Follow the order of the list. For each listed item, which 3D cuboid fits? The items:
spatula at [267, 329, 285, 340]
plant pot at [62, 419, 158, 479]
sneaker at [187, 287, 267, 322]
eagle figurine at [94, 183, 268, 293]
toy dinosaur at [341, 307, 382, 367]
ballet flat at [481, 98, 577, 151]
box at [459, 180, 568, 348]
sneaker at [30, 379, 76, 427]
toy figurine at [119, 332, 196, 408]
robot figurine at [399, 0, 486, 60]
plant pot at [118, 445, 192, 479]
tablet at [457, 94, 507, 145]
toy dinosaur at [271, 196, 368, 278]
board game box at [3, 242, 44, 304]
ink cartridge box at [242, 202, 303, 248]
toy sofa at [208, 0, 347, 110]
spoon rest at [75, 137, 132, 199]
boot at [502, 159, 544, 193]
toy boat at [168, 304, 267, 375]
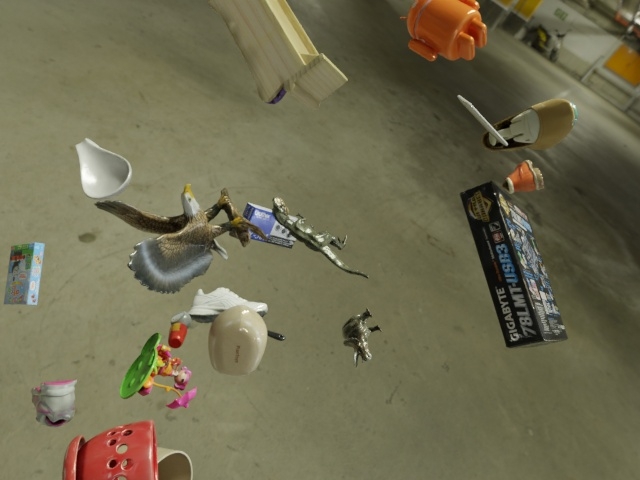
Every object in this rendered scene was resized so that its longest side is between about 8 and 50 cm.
[{"bbox_3d":[-0.232,0.351,1.916,0.084,0.030,0.296,-26,26,-36],"label":"spatula"},{"bbox_3d":[-0.430,0.487,0.999,0.174,0.191,0.191,-5,46,-19],"label":"plant pot"},{"bbox_3d":[-0.340,0.233,1.766,0.297,0.111,0.129,1,62,4],"label":"sneaker"},{"bbox_3d":[-0.310,-0.023,1.062,0.298,0.226,0.225,-25,105,-31],"label":"eagle figurine"},{"bbox_3d":[0.137,0.337,1.849,0.121,0.160,0.313,57,-1,-18],"label":"toy dinosaur"},{"bbox_3d":[0.358,-0.192,0.856,0.073,0.080,0.232,-9,1,-4],"label":"ballet flat"},{"bbox_3d":[0.388,0.059,0.944,0.295,0.073,0.293,15,57,-55],"label":"box"},{"bbox_3d":[-0.718,0.444,1.288,0.103,0.252,0.111,3,69,-31],"label":"sneaker"},{"bbox_3d":[-0.374,0.338,1.179,0.159,0.130,0.173,41,39,-28],"label":"toy figurine"},{"bbox_3d":[0.305,-0.534,1.194,0.128,0.158,0.219,-18,52,-45],"label":"robot figurine"},{"bbox_3d":[-0.563,0.706,1.390,0.274,0.256,0.256,7,24,23],"label":"plant pot"},{"bbox_3d":[0.219,-0.162,0.650,0.083,0.006,0.054,38,21,-19],"label":"tablet"},{"bbox_3d":[0.000,0.000,1.068,0.268,0.064,0.118,36,15,7],"label":"toy dinosaur"},{"bbox_3d":[-1.037,0.119,1.681,0.039,0.160,0.211,15,73,-57],"label":"board game box"},{"bbox_3d":[-0.152,-0.042,1.468,0.207,0.097,0.046,15,12,-47],"label":"ink cartridge box"},{"bbox_3d":[-0.107,-0.490,1.169,0.362,0.177,0.150,61,19,15],"label":"toy sofa"},{"bbox_3d":[-0.602,-0.202,1.303,0.276,0.137,0.084,41,-13,37],"label":"spoon rest"},{"bbox_3d":[0.490,-0.155,1.191,0.158,0.085,0.059,-58,130,-68],"label":"boot"},{"bbox_3d":[-0.334,0.306,1.570,0.318,0.267,0.148,11,24,-11],"label":"toy boat"}]
